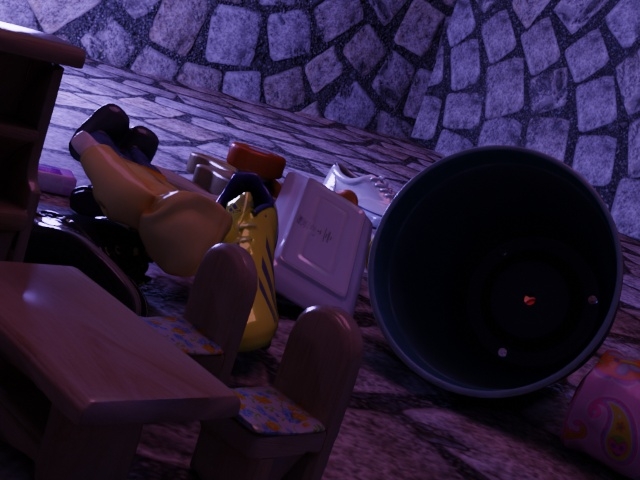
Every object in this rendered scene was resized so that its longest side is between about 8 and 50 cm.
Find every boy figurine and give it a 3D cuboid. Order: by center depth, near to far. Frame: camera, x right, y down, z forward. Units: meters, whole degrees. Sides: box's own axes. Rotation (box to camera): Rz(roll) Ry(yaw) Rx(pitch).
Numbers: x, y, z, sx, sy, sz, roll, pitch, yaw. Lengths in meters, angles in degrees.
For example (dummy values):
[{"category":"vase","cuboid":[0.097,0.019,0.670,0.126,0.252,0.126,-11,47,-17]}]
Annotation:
[{"category":"boy figurine","cuboid":[-0.185,-0.055,1.068,0.177,0.092,0.285,38,2,-36]}]

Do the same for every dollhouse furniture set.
[{"category":"dollhouse furniture set","cuboid":[-0.209,-0.001,0.728,0.362,0.256,0.394,6,17,-45]}]

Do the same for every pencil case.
[{"category":"pencil case","cuboid":[0.385,0.214,0.999,0.284,0.124,0.124,24,13,24]}]

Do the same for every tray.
[{"category":"tray","cuboid":[0.000,0.000,1.297,0.145,0.030,0.270,31,31,-8]}]

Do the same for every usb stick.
[{"category":"usb stick","cuboid":[-0.267,-0.066,1.454,0.077,0.045,0.278,7,9,13]}]

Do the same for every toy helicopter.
[{"category":"toy helicopter","cuboid":[-0.100,-0.081,1.571,0.235,0.140,0.355,12,10,-32]}]

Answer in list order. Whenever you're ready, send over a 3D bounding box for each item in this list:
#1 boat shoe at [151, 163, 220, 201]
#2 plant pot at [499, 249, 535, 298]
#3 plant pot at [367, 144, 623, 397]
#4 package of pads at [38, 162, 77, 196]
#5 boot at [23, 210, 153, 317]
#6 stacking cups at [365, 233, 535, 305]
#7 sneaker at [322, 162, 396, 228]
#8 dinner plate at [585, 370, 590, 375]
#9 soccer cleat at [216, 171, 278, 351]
[{"category":"boat shoe","cuboid":[-0.132,-0.008,1.290,0.285,0.103,0.092,24,31,-33]},{"category":"plant pot","cuboid":[0.277,-0.009,1.551,0.167,0.188,0.187,35,-2,-41]},{"category":"plant pot","cuboid":[0.222,0.055,1.179,0.272,0.271,0.255,24,-2,24]},{"category":"package of pads","cuboid":[-0.385,-0.088,1.410,0.083,0.032,0.050,12,12,-26]},{"category":"boot","cuboid":[-0.218,0.026,1.019,0.236,0.085,0.179,27,12,31]},{"category":"stacking cups","cuboid":[0.207,0.071,1.434,0.316,0.096,0.096,29,16,37]},{"category":"sneaker","cuboid":[0.106,-0.081,1.969,0.258,0.091,0.094,25,13,29]},{"category":"dinner plate","cuboid":[0.407,0.205,1.300,0.141,0.017,0.141,17,11,-3]},{"category":"soccer cleat","cuboid":[-0.089,0.017,1.064,0.093,0.121,0.289,2,25,-3]}]
